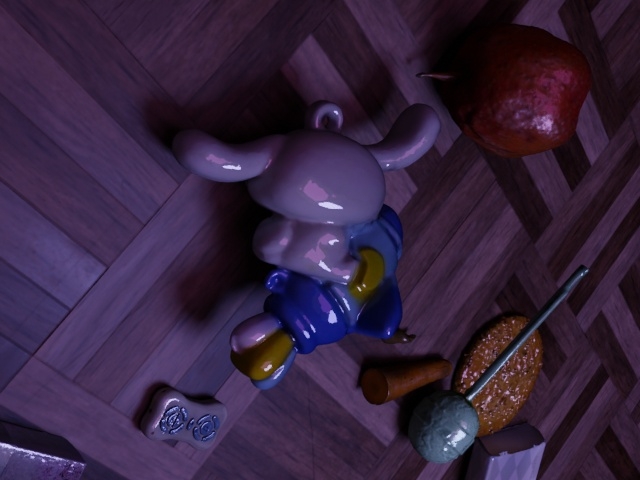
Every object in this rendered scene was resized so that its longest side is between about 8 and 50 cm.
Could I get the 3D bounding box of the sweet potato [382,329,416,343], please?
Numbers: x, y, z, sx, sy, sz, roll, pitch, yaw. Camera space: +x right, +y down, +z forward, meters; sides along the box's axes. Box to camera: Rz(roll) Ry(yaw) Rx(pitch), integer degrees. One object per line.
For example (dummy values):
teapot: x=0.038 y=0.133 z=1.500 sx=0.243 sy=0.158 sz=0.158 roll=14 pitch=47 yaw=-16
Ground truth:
sweet potato: x=0.106 y=0.139 z=1.292 sx=0.041 sy=0.038 sz=0.153 roll=-40 pitch=134 yaw=9

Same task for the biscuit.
biscuit: x=0.344 y=0.262 z=1.540 sx=0.254 sy=0.035 sz=0.253 roll=-16 pitch=116 yaw=-35

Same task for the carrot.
carrot: x=0.158 y=0.230 z=1.360 sx=0.210 sy=0.061 sz=0.061 roll=-4 pitch=110 yaw=-46

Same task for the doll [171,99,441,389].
doll: x=-0.002 y=-0.002 z=1.067 sx=0.376 sy=0.187 sz=0.365 roll=-5 pitch=103 yaw=-14

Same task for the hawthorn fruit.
hawthorn fruit: x=0.257 y=-0.230 z=1.183 sx=0.243 sy=0.207 sz=0.207 roll=9 pitch=102 yaw=-15

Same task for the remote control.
remote control: x=-0.184 y=0.244 z=1.093 sx=0.122 sy=0.032 sz=0.074 roll=26 pitch=90 yaw=-42

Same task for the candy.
candy: x=0.318 y=0.208 z=1.408 sx=0.440 sy=0.119 sz=0.119 roll=-48 pitch=131 yaw=-3

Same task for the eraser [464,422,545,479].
eraser: x=0.341 y=0.580 z=1.632 sx=0.213 sy=0.082 sz=0.396 roll=0 pitch=107 yaw=-39

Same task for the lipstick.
lipstick: x=-0.410 y=0.222 z=0.871 sx=0.317 sy=0.068 sz=0.066 roll=32 pitch=85 yaw=-43
